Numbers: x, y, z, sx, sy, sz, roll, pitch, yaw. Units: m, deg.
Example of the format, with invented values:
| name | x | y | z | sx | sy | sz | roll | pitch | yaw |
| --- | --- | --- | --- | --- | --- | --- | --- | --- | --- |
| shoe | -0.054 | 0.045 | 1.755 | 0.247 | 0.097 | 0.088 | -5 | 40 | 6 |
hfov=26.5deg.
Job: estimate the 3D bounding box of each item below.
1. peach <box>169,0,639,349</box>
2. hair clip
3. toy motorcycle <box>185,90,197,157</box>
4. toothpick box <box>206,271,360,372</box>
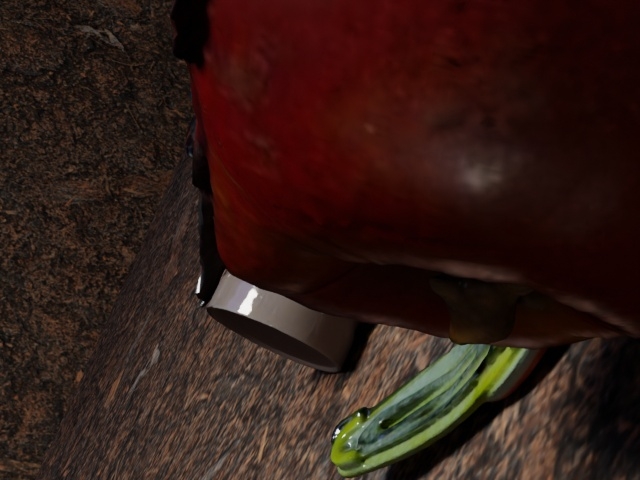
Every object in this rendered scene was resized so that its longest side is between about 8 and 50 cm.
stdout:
| name | x | y | z | sx | sy | sz | roll | pitch | yaw |
| --- | --- | --- | --- | --- | --- | --- | --- | --- | --- |
| peach | 0.109 | -0.118 | 0.436 | 0.361 | 0.201 | 0.257 | -62 | -15 | -15 |
| hair clip | 0.063 | 0.061 | 0.626 | 0.188 | 0.033 | 0.060 | -48 | 19 | 40 |
| toy motorcycle | 0.013 | -0.230 | 1.306 | 0.416 | 0.172 | 0.232 | -52 | 17 | 1 |
| toothpick box | 0.000 | 0.000 | 0.892 | 0.149 | 0.098 | 0.098 | -64 | 11 | -13 |
